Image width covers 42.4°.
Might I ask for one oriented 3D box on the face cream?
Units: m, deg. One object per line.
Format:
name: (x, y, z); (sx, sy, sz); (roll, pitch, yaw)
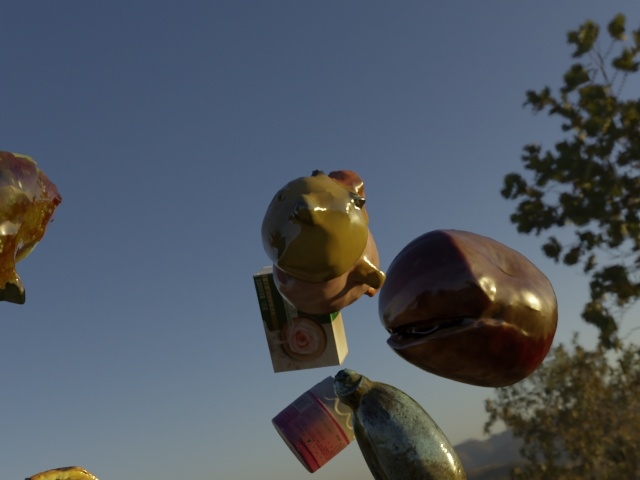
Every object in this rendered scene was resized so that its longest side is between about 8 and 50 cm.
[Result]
face cream: (-0.001, 0.470, 2.116); (0.195, 0.175, 0.175); (-36, -14, -13)

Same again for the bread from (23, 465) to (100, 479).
bread: (-0.421, 0.509, 1.453); (0.140, 0.228, 0.143); (-18, 16, -32)

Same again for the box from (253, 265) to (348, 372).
box: (-0.036, 0.140, 1.547); (0.135, 0.199, 0.081); (-10, 11, 16)

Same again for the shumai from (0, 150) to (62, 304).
shumai: (-0.509, -0.006, 1.080); (0.324, 0.323, 0.397); (-6, -14, 25)

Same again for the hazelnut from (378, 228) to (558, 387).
hazelnut: (0.326, 0.164, 1.851); (0.410, 0.359, 0.359); (15, -28, -19)

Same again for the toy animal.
toy animal: (-0.002, 0.002, 1.139); (0.169, 0.195, 0.281); (-53, -19, -21)

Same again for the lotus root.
lotus root: (0.144, 0.352, 1.452); (0.140, 0.322, 0.158); (-27, -12, -22)
